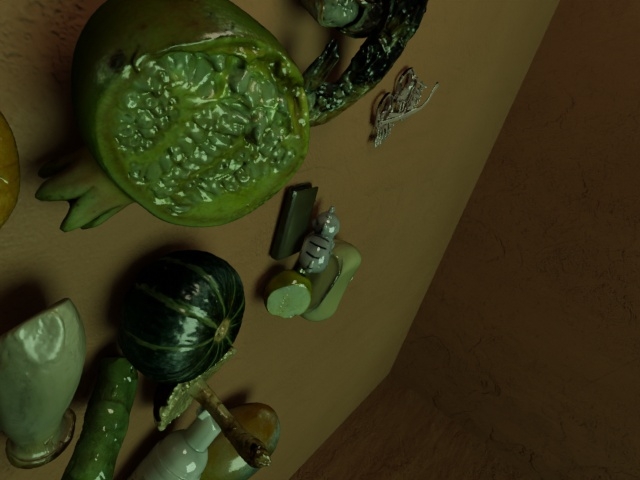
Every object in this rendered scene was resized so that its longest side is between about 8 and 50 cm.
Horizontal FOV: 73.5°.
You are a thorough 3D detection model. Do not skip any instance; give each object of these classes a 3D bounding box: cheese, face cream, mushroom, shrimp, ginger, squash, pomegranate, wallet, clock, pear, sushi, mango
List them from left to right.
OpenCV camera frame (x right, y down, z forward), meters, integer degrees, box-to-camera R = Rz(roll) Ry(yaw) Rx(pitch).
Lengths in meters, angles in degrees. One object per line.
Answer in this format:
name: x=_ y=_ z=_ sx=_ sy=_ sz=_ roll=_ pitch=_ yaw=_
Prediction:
mushroom: x=-0.427 y=0.219 z=0.648 sx=0.128 sy=0.128 sz=0.350 roll=-25 pitch=145 yaw=-48
ginger: x=-0.388 y=0.341 z=0.757 sx=0.137 sy=0.290 sz=0.089 roll=-31 pitch=135 yaw=31
pomegranate: x=-0.199 y=-0.160 z=0.562 sx=0.358 sy=0.216 sz=0.310 roll=-26 pitch=152 yaw=4
face cream: x=-0.372 y=0.574 z=1.072 sx=0.370 sy=0.145 sz=0.145 roll=-49 pitch=153 yaw=-4
squash: x=-0.250 y=0.140 z=0.808 sx=0.252 sy=0.165 sz=0.252 roll=18 pitch=90 yaw=-73
mushroom: x=-0.260 y=0.391 z=0.959 sx=0.208 sy=0.302 sz=0.233 roll=-9 pitch=147 yaw=-23
mango: x=-0.281 y=0.621 z=1.272 sx=0.384 sy=0.199 sz=0.221 roll=-9 pitch=132 yaw=-41
pear: x=-0.092 y=0.135 z=1.158 sx=0.141 sy=0.104 sz=0.141 roll=-10 pitch=122 yaw=-16
wallet: x=-0.066 y=-0.048 z=1.085 sx=0.110 sy=0.031 sz=0.198 roll=-23 pitch=137 yaw=-50
clock: x=-0.001 y=0.000 z=1.136 sx=0.117 sy=0.080 sz=0.176 roll=104 pitch=6 yaw=-55
cheese: x=0.017 y=0.121 z=1.309 sx=0.266 sy=0.127 sz=0.233 roll=-59 pitch=157 yaw=8
sushi: x=0.034 y=-0.423 z=0.766 sx=0.109 sy=0.134 sz=0.273 roll=-39 pitch=-175 yaw=47
shrimp: x=0.060 y=-0.334 z=0.807 sx=0.233 sy=0.071 sz=0.365 roll=-27 pitch=172 yaw=-39

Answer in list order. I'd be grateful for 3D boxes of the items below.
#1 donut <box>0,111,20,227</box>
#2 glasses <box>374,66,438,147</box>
donut: x=-0.403 y=-0.069 z=0.390 sx=0.226 sy=0.113 sz=0.227 roll=-42 pitch=152 yaw=-29
glasses: x=0.238 y=-0.365 z=1.198 sx=0.255 sy=0.095 sz=0.162 roll=-47 pitch=160 yaw=-16
